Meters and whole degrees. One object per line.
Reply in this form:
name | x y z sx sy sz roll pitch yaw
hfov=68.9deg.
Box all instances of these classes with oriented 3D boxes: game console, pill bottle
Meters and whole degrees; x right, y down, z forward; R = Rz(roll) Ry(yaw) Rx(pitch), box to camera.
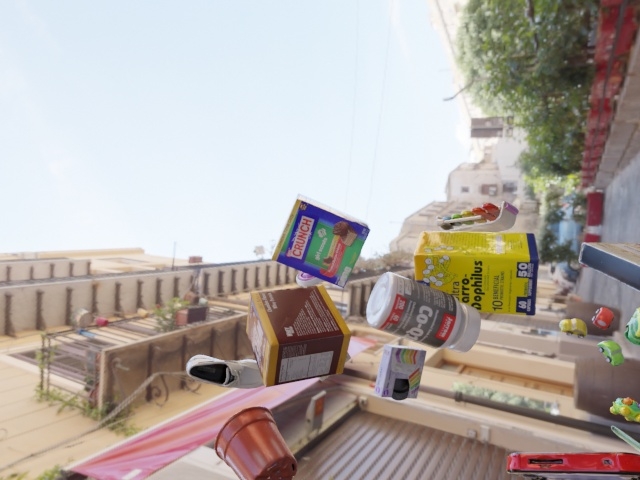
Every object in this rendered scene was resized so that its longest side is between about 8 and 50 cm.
game console | 0.788 0.688 1.374 0.342 0.386 0.060 35 -130 -33
pill bottle | 0.286 0.206 1.293 0.161 0.283 0.161 -160 90 -80

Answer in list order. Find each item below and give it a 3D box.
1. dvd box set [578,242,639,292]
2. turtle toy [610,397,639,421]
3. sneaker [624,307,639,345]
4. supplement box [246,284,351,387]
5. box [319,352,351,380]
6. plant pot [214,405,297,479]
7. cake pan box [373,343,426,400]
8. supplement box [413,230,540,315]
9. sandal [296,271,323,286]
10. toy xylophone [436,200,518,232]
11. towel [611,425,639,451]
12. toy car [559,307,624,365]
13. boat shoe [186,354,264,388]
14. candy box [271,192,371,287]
dvd box set | 0.907 0.077 1.113 0.307 0.420 0.062 -122 35 -69
turtle toy | 1.042 0.565 1.552 0.095 0.130 0.066 73 -139 -72
sneaker | 1.235 0.336 1.804 0.295 0.109 0.123 7 -54 -51
supplement box | -0.060 0.220 1.118 0.194 0.191 0.129 -4 -57 -22
box | -0.015 0.385 1.769 0.148 0.127 0.232 -36 -73 -16
plant pot | -0.243 0.853 1.849 0.272 0.265 0.272 -16 -60 -31
cake pan box | 0.403 0.665 2.346 0.245 0.070 0.267 15 -93 -29
supplement box | 0.490 0.097 1.483 0.195 0.356 0.194 -52 -42 -59
sandal | 0.053 0.100 2.356 0.416 0.169 0.102 -34 -56 -33
toy xylophone | 0.606 -0.082 1.853 0.236 0.322 0.081 21 -113 -48
towel | 1.359 0.896 1.864 0.038 0.325 0.248 -53 12 2
toy car | 1.069 0.364 1.769 0.053 0.239 0.225 90 162 -50
boat shoe | -0.288 0.420 1.473 0.088 0.267 0.096 -170 97 -77
candy box | 0.000 0.000 1.844 0.122 0.317 0.268 -89 22 -75
